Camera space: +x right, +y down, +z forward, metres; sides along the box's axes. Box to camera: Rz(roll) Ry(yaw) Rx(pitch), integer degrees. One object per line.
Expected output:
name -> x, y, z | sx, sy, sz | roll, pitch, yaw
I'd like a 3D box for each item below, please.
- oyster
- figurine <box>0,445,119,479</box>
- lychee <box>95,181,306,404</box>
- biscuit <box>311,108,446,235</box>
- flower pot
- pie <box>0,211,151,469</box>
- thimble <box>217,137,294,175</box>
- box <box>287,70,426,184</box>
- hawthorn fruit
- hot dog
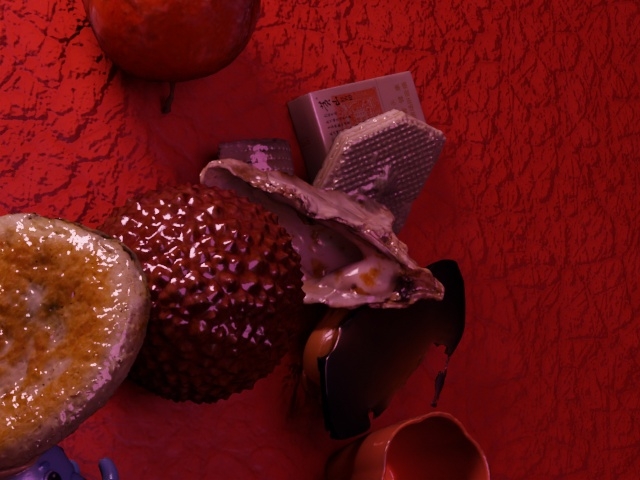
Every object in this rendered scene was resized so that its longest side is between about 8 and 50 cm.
oyster -> 0.001, -0.004, 1.785 | 0.341, 0.110, 0.166 | 12, 114, -7
figurine -> -0.323, 0.299, 1.547 | 0.262, 0.154, 0.180 | 56, 43, -34
lychee -> -0.154, 0.065, 1.637 | 0.276, 0.304, 0.275 | 0, 94, -6
biscuit -> 0.061, -0.063, 1.881 | 0.150, 0.052, 0.252 | 25, 96, -31
flower pot -> 0.101, 0.325, 1.820 | 0.191, 0.173, 0.190 | 8, 76, -36
pie -> -0.341, 0.107, 1.481 | 0.070, 0.323, 0.323 | 62, 41, -58
thimble -> -0.089, -0.101, 1.826 | 0.110, 0.084, 0.062 | -4, 83, -40
box -> 0.061, -0.158, 1.968 | 0.201, 0.058, 0.141 | -15, 90, -37
hawthorn fruit -> -0.185, -0.285, 1.736 | 0.242, 0.242, 0.271 | -15, 120, -38
hot dog -> 0.072, 0.150, 1.885 | 0.326, 0.107, 0.194 | -18, 101, -47
